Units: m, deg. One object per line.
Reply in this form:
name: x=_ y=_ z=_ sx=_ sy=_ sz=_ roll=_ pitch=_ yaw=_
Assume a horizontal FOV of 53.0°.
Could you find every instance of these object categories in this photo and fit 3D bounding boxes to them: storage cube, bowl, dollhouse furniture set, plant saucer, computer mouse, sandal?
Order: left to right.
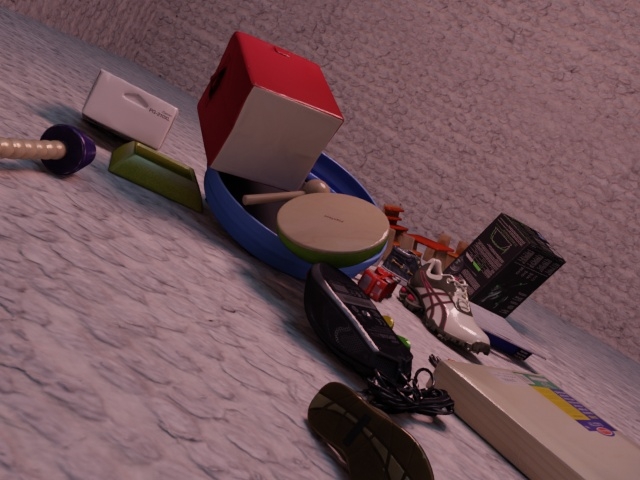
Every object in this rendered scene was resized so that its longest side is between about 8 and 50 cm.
plant saucer: x=-0.314 y=-0.136 z=1.262 sx=0.188 sy=0.045 sz=0.188 roll=26 pitch=11 yaw=-22
storage cube: x=-0.096 y=-0.231 z=1.177 sx=0.214 sy=0.184 sz=0.193 roll=16 pitch=37 yaw=-30
bowl: x=-0.049 y=-0.072 z=1.259 sx=0.391 sy=0.077 sz=0.391 roll=25 pitch=32 yaw=-17
computer mouse: x=0.050 y=0.141 z=0.877 sx=0.188 sy=0.072 sz=0.272 roll=22 pitch=25 yaw=-48
sandal: x=0.050 y=0.199 z=0.604 sx=0.049 sy=0.072 sz=0.180 roll=49 pitch=-8 yaw=-36
dollhouse furniture set: x=0.278 y=-0.009 z=1.898 sx=0.261 sy=0.135 sz=0.259 roll=5 pitch=14 yaw=-40

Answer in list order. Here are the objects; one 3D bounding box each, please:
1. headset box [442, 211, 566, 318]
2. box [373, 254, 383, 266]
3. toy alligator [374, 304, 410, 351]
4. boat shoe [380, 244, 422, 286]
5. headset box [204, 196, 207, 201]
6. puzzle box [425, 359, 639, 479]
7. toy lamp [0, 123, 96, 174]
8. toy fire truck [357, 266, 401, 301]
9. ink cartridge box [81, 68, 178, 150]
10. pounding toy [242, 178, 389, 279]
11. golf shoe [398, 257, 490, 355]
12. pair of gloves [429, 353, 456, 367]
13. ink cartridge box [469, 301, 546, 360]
headset box: x=0.512 y=0.090 z=1.835 sx=0.246 sy=0.283 sz=0.131 roll=18 pitch=31 yaw=-44
box: x=0.056 y=0.001 z=1.646 sx=0.186 sy=0.038 sz=0.145 roll=16 pitch=17 yaw=-50
toy alligator: x=0.060 y=0.127 z=1.010 sx=0.051 sy=0.056 sz=0.189 roll=-30 pitch=48 yaw=-30
boat shoe: x=0.245 y=0.084 z=1.632 sx=0.183 sy=0.083 sz=0.065 roll=27 pitch=10 yaw=-13
headset box: x=-0.190 y=-0.075 z=1.343 sx=0.083 sy=0.032 sz=0.062 roll=19 pitch=15 yaw=-40
puzzle box: x=0.372 y=0.301 z=1.009 sx=0.408 sy=0.052 sz=0.272 roll=19 pitch=14 yaw=-48
toy lamp: x=-0.398 y=-0.127 z=0.890 sx=0.080 sy=0.080 sz=0.275 roll=30 pitch=11 yaw=2
toy fire truck: x=0.104 y=0.072 z=1.402 sx=0.135 sy=0.047 sz=0.192 roll=32 pitch=11 yaw=16
ink cartridge box: x=-0.416 y=-0.274 z=1.387 sx=0.171 sy=0.100 sz=0.237 roll=26 pitch=-1 yaw=-21
pounding toy: x=0.000 y=0.000 z=1.065 sx=0.182 sy=0.110 sz=0.237 roll=-19 pitch=39 yaw=-33
golf shoe: x=0.270 y=0.136 z=1.352 sx=0.105 sy=0.120 sz=0.273 roll=24 pitch=13 yaw=-37
pair of gloves: x=0.227 y=0.223 z=1.103 sx=0.083 sy=0.010 sz=0.074 roll=20 pitch=15 yaw=-32
ink cartridge box: x=0.395 y=0.210 z=1.536 sx=0.223 sy=0.045 sz=0.224 roll=26 pitch=12 yaw=-17
